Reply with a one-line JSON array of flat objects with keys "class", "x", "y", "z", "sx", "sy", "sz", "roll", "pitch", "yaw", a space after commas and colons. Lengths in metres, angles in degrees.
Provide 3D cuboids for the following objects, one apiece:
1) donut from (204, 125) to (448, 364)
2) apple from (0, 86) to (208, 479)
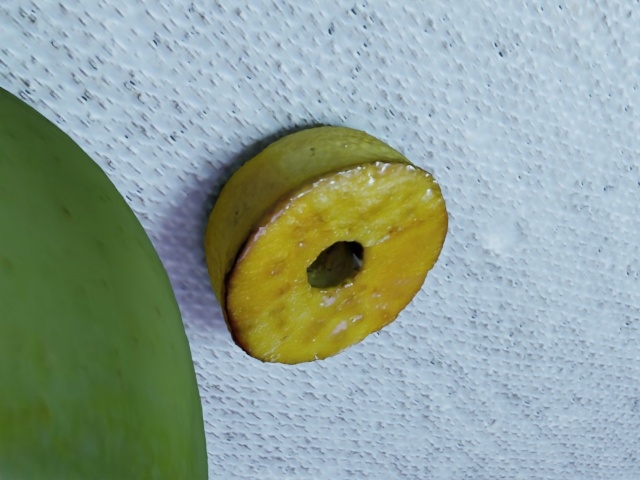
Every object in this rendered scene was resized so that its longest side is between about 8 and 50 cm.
[{"class": "donut", "x": 0.000, "y": 0.000, "z": 0.773, "sx": 0.152, "sy": 0.058, "sz": 0.152, "roll": -21, "pitch": 139, "yaw": -19}, {"class": "apple", "x": -0.209, "y": 0.090, "z": 0.502, "sx": 0.357, "sy": 0.357, "sz": 0.357, "roll": -21, "pitch": 138, "yaw": -19}]
